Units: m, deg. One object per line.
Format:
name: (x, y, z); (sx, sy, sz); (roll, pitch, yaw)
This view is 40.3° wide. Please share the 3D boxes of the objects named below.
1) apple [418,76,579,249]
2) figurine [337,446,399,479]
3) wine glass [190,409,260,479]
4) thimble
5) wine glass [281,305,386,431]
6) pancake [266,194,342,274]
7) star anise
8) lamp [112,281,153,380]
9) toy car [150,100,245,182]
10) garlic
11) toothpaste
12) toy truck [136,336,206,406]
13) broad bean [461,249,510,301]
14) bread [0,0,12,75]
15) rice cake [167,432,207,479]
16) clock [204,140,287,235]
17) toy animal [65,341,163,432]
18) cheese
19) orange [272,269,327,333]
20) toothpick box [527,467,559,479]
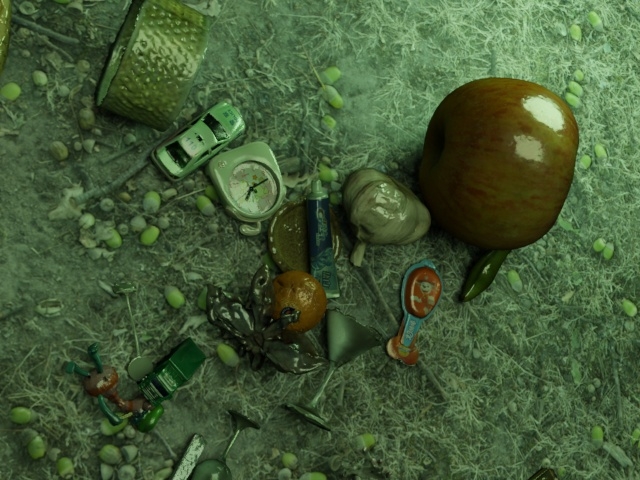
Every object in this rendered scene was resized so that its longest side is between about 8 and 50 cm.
apple: (0.388, -0.174, 1.963); (0.333, 0.400, 0.400); (18, 72, 7)
figurine: (0.141, 0.547, 1.790); (0.315, 0.284, 0.206); (13, 74, -8)
wine glass: (-0.201, 0.445, 1.761); (0.079, 0.079, 0.195); (34, 68, -13)
thimble: (-0.339, -0.363, 1.754); (0.150, 0.271, 0.271); (22, 73, -22)
wine glass: (0.022, 0.277, 1.854); (0.156, 0.156, 0.232); (33, 75, -14)
pancake: (-0.031, -0.004, 1.920); (0.199, 0.021, 0.199); (-3, 96, -34)
star anise: (-0.126, 0.178, 1.778); (0.258, 0.198, 0.110); (58, 31, -6)
lamp: (-0.380, 0.184, 1.766); (0.050, 0.056, 0.198); (-11, 96, -25)
toy car: (-0.254, -0.217, 1.862); (0.224, 0.076, 0.090); (-41, 95, -23)
garlic: (0.117, -0.041, 1.945); (0.218, 0.218, 0.212); (30, 104, -15)
toothpaste: (-0.001, 0.000, 1.903); (0.069, 0.047, 0.268); (-18, 108, -47)
toy truck: (-0.296, 0.263, 1.728); (0.065, 0.079, 0.147); (52, 26, -6)
broad bean: (0.428, 0.027, 2.100); (0.067, 0.075, 0.325); (43, 68, -8)
bread: (-0.679, -0.406, 1.704); (0.140, 0.106, 0.236); (8, 78, -22)
rice cake: (-0.290, 0.481, 1.736); (0.034, 0.043, 0.211); (33, 70, -6)
clock: (-0.153, -0.109, 1.892); (0.151, 0.062, 0.191); (-22, 90, -25)
toy animal: (-0.401, 0.297, 1.693); (0.208, 0.100, 0.103); (53, 27, -19)
cheese: (0.220, 0.163, 2.009); (0.106, 0.037, 0.256); (24, 71, -15)
orange: (-0.052, 0.127, 1.857); (0.135, 0.135, 0.117); (39, 35, -11)
toothpick box: (0.570, 0.640, 1.921); (0.187, 0.308, 0.190); (-28, 94, -24)
